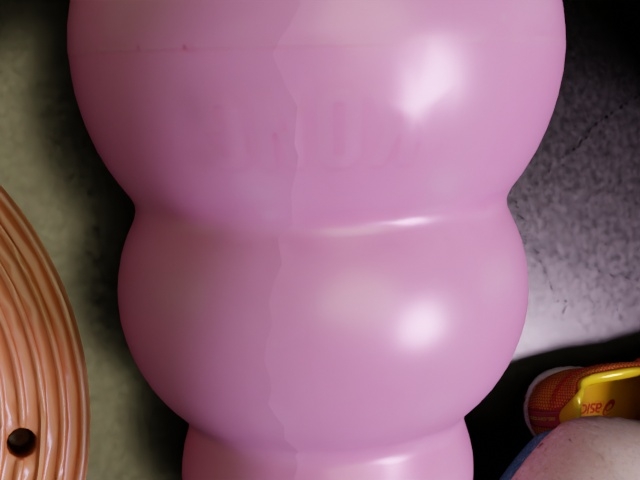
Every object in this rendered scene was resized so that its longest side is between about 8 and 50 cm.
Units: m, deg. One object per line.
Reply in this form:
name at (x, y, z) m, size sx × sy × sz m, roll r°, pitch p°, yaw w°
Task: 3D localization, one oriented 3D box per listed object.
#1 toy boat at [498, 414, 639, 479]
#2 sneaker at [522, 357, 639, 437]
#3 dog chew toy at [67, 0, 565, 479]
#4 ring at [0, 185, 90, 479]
toy boat at (0.085, 0.225, 0.538) m, size 0.318 × 0.148 × 0.268 m, roll -18°, pitch 108°, yaw -24°
sneaker at (0.200, 0.088, 0.612) m, size 0.175 × 0.067 × 0.064 m, roll -13°, pitch 93°, yaw -21°
dog chew toy at (0.000, 0.000, 0.477) m, size 0.206 × 0.206 × 0.332 m, roll -4°, pitch 99°, yaw -20°
ring at (-0.268, 0.084, 0.463) m, size 0.336 × 0.032 × 0.337 m, roll 0°, pitch 90°, yaw -19°
